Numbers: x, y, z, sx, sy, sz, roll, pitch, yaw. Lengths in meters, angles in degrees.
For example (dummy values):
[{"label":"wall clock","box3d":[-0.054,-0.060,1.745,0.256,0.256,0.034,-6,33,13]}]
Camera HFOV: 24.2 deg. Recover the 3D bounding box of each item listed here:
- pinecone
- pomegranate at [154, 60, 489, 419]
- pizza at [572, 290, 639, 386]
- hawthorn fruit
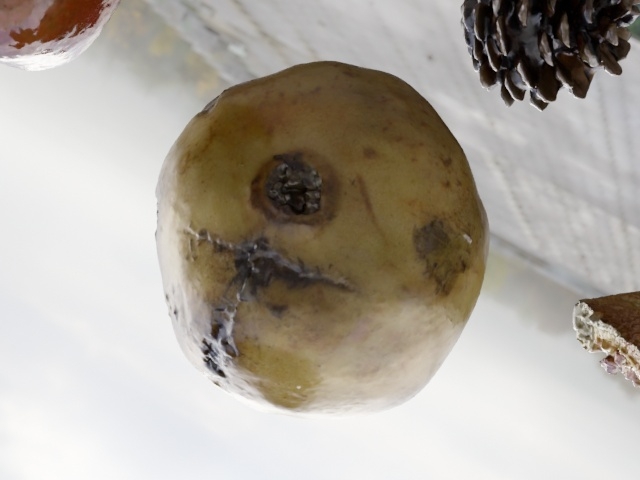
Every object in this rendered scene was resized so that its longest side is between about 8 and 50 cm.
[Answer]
[{"label":"pinecone","box3d":[0.256,-0.239,1.631,0.205,0.184,0.179,-14,121,24]},{"label":"pomegranate","box3d":[0.000,0.000,1.068,0.260,0.260,0.260,29,177,1]},{"label":"pizza","box3d":[0.383,0.126,1.473,0.290,0.081,0.229,5,-157,17]},{"label":"hawthorn fruit","box3d":[-0.185,-0.218,1.042,0.162,0.203,0.162,48,-174,-7]}]
